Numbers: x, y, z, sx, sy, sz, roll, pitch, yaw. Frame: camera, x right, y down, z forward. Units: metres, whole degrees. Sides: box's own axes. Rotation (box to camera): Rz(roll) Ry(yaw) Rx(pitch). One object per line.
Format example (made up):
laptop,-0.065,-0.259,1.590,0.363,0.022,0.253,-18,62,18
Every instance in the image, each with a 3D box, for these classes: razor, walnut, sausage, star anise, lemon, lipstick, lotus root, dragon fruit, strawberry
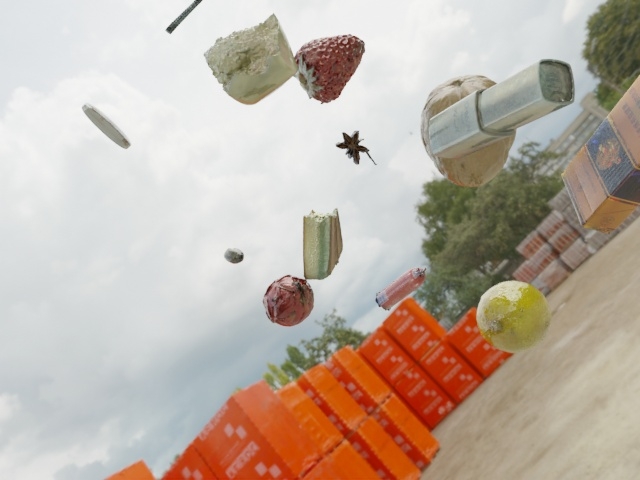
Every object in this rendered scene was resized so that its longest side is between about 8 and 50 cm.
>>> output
razor,-0.360,-0.626,1.395,0.190,0.066,0.033,-59,12,-22
walnut,0.425,-0.313,1.483,0.252,0.277,0.313,-26,-51,-6
sausage,0.172,0.094,1.057,0.050,0.048,0.145,-21,-19,-44
star anise,0.140,-0.330,1.875,0.097,0.190,0.070,-47,21,5
lemon,0.627,0.246,1.663,0.263,0.236,0.236,-32,-23,-29
lipstick,0.267,-0.197,0.790,0.077,0.079,0.253,-1,-7,-20
lotus root,-0.277,0.051,1.648,0.054,0.099,0.049,3,-86,-34
dragon fruit,-0.106,0.199,1.682,0.172,0.172,0.209,-34,8,-29
strawberry,0.044,-0.573,1.657,0.244,0.205,0.205,-34,-21,-12

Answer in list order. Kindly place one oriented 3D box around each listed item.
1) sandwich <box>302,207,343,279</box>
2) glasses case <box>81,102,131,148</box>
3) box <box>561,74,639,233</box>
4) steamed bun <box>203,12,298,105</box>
sandwich,0.000,0.000,1.723,0.220,0.108,0.186,-68,-28,-51
glasses case,-0.612,-0.328,1.468,0.041,0.164,0.063,-43,22,5
box,0.532,-0.148,0.894,0.237,0.070,0.152,108,170,-46
steamed bun,-0.180,-0.478,1.359,0.225,0.200,0.170,-28,21,28
